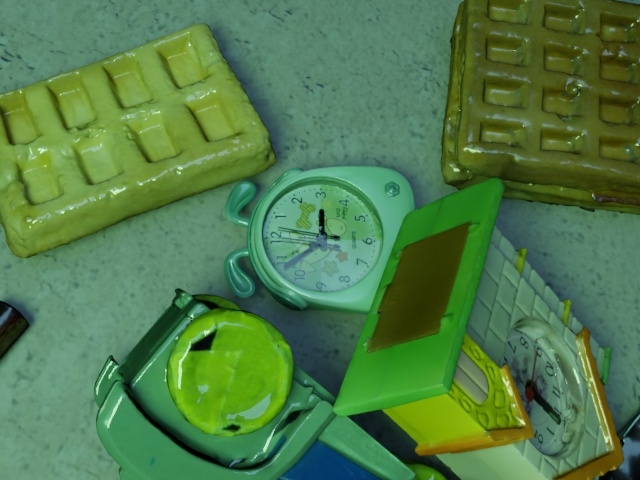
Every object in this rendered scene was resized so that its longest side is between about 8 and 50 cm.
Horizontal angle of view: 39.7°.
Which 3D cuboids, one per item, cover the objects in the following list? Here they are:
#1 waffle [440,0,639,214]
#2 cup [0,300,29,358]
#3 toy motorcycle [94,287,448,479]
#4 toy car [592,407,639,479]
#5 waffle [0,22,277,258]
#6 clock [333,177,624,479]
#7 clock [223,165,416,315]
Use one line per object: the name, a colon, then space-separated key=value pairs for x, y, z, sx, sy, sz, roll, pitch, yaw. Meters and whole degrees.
waffle: x=0.295 y=-0.141 z=0.927 sx=0.327 sy=0.098 sz=0.224 roll=8 pitch=73 yaw=-3
cup: x=-0.388 y=0.059 z=0.749 sx=0.239 sy=0.166 sz=0.177 roll=14 pitch=75 yaw=-1
toy motorcycle: x=-0.044 y=0.199 z=0.747 sx=0.326 sy=0.191 sz=0.200 roll=44 pitch=80 yaw=-11
toy car: x=0.333 y=0.193 z=0.842 sx=0.095 sy=0.056 sz=0.205 roll=43 pitch=76 yaw=8
waffle: x=-0.194 y=-0.102 z=0.863 sx=0.274 sy=0.057 sz=0.168 roll=-22 pitch=65 yaw=-13
clock: x=0.160 y=0.116 z=0.749 sx=0.255 sy=0.106 sz=0.220 roll=44 pitch=46 yaw=-23
clock: x=0.000 y=0.000 z=0.865 sx=0.188 sy=0.060 sz=0.148 roll=4 pitch=72 yaw=-5
